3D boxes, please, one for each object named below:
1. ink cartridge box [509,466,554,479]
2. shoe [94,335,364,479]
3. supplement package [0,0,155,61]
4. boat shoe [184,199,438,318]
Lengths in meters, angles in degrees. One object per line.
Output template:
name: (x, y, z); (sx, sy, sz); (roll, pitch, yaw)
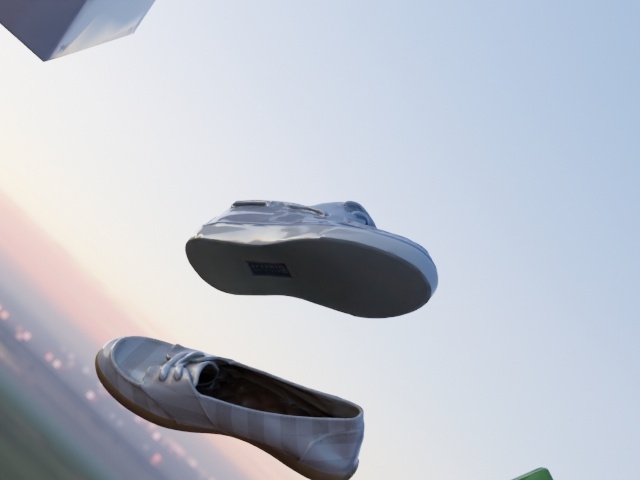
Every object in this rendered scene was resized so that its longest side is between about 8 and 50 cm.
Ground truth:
ink cartridge box: (0.201, 0.338, 1.386); (0.255, 0.097, 0.188); (69, -2, -54)
shoe: (-0.067, 0.115, 1.243); (0.219, 0.076, 0.058); (21, -51, 7)
supplement package: (-0.277, -0.350, 1.645); (0.263, 0.199, 0.198); (41, 25, 6)
boat shoe: (0.000, 0.001, 1.253); (0.227, 0.081, 0.079); (6, -47, 37)
